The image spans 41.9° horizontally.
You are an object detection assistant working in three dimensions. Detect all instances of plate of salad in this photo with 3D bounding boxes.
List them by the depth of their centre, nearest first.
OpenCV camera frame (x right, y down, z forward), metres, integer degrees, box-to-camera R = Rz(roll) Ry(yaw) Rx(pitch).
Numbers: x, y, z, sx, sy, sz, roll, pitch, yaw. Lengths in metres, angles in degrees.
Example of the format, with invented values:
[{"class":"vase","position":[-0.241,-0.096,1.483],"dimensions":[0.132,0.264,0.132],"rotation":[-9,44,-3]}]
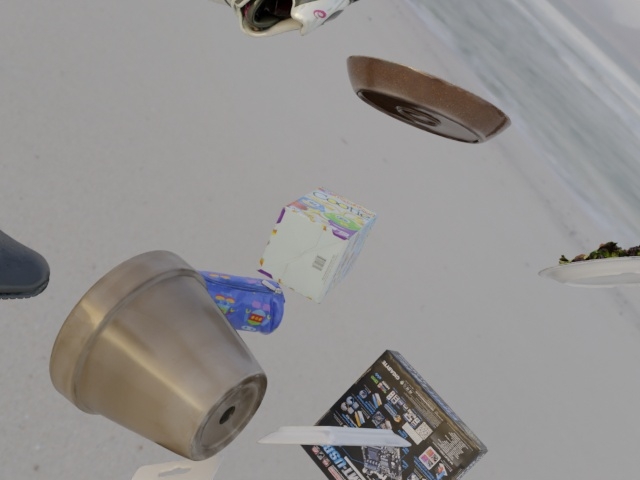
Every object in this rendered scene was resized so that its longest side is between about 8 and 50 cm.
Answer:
[{"class":"plate of salad","position":[0.365,0.026,1.009],"dimensions":[0.200,0.200,0.048],"rotation":[11,75,-52]}]

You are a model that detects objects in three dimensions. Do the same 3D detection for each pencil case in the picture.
[{"class":"pencil case","position":[-0.207,0.123,1.796],"dimensions":[0.306,0.133,0.119],"rotation":[16,39,-42]}]

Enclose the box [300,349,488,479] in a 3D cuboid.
[{"class":"box","position":[0.148,0.436,1.776],"dimensions":[0.295,0.293,0.073],"rotation":[46,11,25]}]

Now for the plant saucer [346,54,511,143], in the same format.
[{"class":"plant saucer","position":[0.098,-0.129,0.798],"dimensions":[0.168,0.029,0.168],"rotation":[23,2,-1]}]

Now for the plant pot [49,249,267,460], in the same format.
[{"class":"plant pot","position":[-0.257,0.226,1.461],"dimensions":[0.280,0.323,0.323],"rotation":[36,19,23]}]

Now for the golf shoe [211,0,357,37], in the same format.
[{"class":"golf shoe","position":[-0.080,-0.300,0.973],"dimensions":[0.273,0.120,0.105],"rotation":[14,-32,39]}]

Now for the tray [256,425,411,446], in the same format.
[{"class":"tray","position":[0.029,0.325,1.384],"dimensions":[0.270,0.145,0.030],"rotation":[22,64,-55]}]

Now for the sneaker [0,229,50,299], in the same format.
[{"class":"sneaker","position":[-0.435,-0.039,0.937],"dimensions":[0.331,0.146,0.122],"rotation":[28,9,-39]}]

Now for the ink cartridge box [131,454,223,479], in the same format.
[{"class":"ink cartridge box","position":[-0.285,0.551,1.484],"dimensions":[0.353,0.207,0.119],"rotation":[-67,140,-60]}]

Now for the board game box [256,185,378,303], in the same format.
[{"class":"board game box","position":[0.000,0.000,1.681],"dimensions":[0.142,0.144,0.275],"rotation":[27,17,9]}]
